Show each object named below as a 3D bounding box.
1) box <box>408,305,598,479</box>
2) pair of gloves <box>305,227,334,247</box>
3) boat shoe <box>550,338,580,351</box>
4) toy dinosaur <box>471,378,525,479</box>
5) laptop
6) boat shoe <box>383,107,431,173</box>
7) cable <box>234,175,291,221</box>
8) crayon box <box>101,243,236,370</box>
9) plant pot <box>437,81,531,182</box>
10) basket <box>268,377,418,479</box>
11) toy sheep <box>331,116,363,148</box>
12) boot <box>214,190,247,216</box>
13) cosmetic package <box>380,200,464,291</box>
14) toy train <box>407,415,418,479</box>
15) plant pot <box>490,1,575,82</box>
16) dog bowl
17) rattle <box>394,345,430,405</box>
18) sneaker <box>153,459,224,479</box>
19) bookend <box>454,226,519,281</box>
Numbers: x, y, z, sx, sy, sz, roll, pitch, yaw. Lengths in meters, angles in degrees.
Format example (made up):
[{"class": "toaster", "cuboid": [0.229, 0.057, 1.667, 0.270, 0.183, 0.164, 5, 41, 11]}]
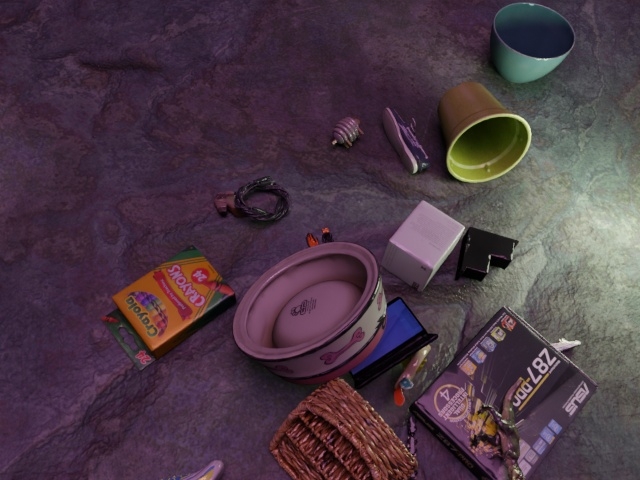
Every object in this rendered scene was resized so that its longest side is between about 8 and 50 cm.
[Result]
[{"class": "box", "cuboid": [0.477, 0.412, 1.528, 0.395, 0.097, 0.318, -39, 73, -22]}, {"class": "pair of gloves", "cuboid": [0.000, 0.000, 1.776, 0.083, 0.010, 0.074, -15, 61, -16]}, {"class": "boat shoe", "cuboid": [0.686, 0.294, 1.651, 0.100, 0.035, 0.035, -15, 65, -5]}, {"class": "toy dinosaur", "cuboid": [0.436, 0.458, 1.416, 0.118, 0.064, 0.268, 13, 60, -5]}, {"class": "laptop", "cuboid": [0.152, 0.251, 1.486, 0.234, 0.264, 0.137, -33, 81, -2]}, {"class": "boat shoe", "cuboid": [0.287, -0.342, 1.950, 0.079, 0.095, 0.255, -19, 65, -13]}, {"class": "cable", "cuboid": [-0.181, -0.119, 1.798, 0.184, 0.047, 0.151, -25, 76, -37]}, {"class": "crayon box", "cuboid": [-0.417, 0.178, 1.596, 0.318, 0.081, 0.202, -37, 70, -22]}, {"class": "plant pot", "cuboid": [0.507, -0.376, 1.914, 0.275, 0.276, 0.254, -6, 49, -8]}, {"class": "basket", "cuboid": [0.048, 0.503, 1.370, 0.223, 0.214, 0.299, -36, 69, -23]}, {"class": "toy sheep", "cuboid": [0.086, -0.362, 1.952, 0.091, 0.091, 0.132, 39, 69, 16]}, {"class": "boot", "cuboid": [-0.269, -0.116, 1.806, 0.118, 0.042, 0.087, 3, 48, -16]}, {"class": "cosmetic package", "cuboid": [0.296, 0.017, 1.709, 0.151, 0.151, 0.184, 35, 62, 15]}, {"class": "toy train", "cuboid": [0.230, 0.525, 1.476, 0.027, 0.036, 0.159, 6, 58, -1]}, {"class": "plant pot", "cuboid": [0.745, -0.692, 2.133, 0.289, 0.195, 0.291, 2, 59, -3]}, {"class": "dog bowl", "cuboid": [-0.012, 0.189, 1.487, 0.407, 0.150, 0.408, -21, 32, 14]}, {"class": "rattle", "cuboid": [0.196, 0.321, 1.519, 0.143, 0.130, 0.199, 46, 44, 7]}, {"class": "sneaker", "cuboid": [-0.343, 0.582, 1.363, 0.126, 0.091, 0.240, 39, 65, 18]}, {"class": "bookend", "cuboid": [0.499, 0.059, 1.748, 0.157, 0.072, 0.156, 16, 61, 3]}]
